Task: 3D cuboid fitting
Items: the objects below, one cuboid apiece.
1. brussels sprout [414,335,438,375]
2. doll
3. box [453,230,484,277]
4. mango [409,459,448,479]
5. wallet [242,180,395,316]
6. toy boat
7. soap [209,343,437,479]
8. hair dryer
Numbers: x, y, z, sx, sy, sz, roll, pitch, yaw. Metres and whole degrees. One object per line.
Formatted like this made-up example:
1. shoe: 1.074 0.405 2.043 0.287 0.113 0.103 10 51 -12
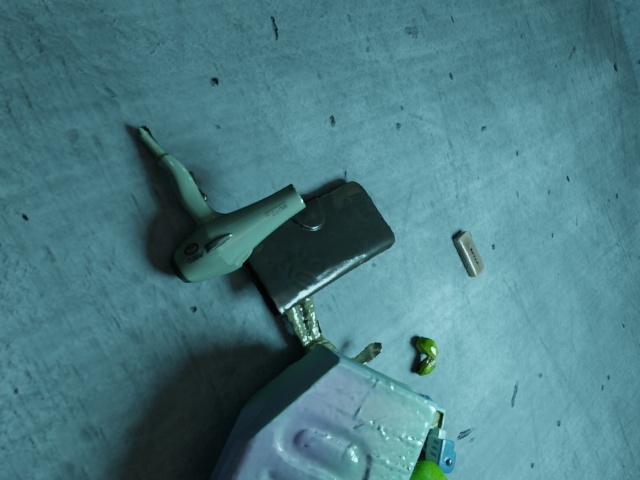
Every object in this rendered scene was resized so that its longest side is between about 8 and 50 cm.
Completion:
1. brussels sprout: 0.235 0.257 0.919 0.050 0.046 0.084 5 89 13
2. doll: 0.001 0.233 0.761 0.286 0.091 0.203 44 52 -20
3. box: 0.373 0.034 1.035 0.048 0.025 0.115 -34 103 -28
4. mango: 0.167 0.584 0.738 0.225 0.201 0.382 5 94 -23
5. wallet: 0.000 0.000 0.778 0.309 0.042 0.165 -28 83 -31
6. toy boat: 0.222 0.440 0.861 0.088 0.102 0.215 27 73 -24
7. soap: -0.036 0.392 0.626 0.261 0.156 0.446 27 81 -7
8. hair dryer: -0.149 -0.083 0.655 0.229 0.092 0.267 -14 92 1
